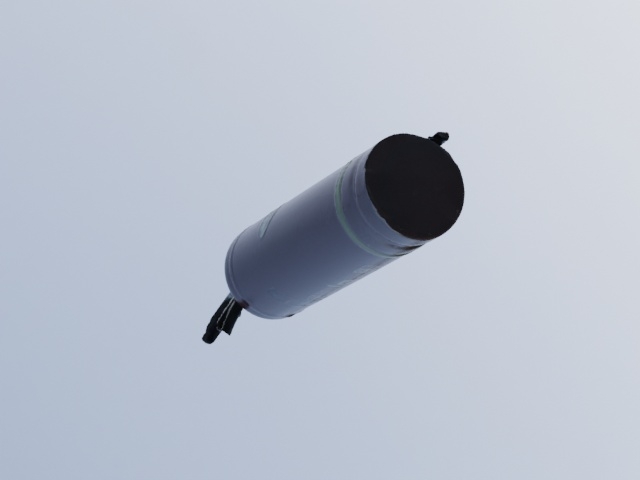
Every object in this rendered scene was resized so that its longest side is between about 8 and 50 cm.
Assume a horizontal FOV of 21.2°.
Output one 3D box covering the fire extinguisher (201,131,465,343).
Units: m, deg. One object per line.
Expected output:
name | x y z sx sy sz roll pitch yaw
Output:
fire extinguisher | 0.000 0.000 0.687 0.043 0.158 0.064 40 -120 -12
